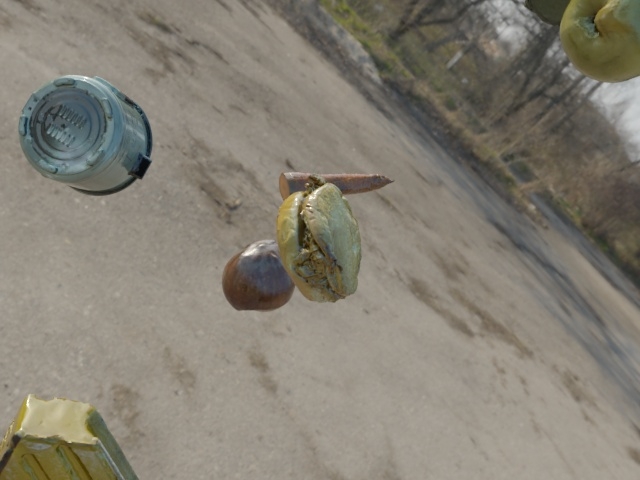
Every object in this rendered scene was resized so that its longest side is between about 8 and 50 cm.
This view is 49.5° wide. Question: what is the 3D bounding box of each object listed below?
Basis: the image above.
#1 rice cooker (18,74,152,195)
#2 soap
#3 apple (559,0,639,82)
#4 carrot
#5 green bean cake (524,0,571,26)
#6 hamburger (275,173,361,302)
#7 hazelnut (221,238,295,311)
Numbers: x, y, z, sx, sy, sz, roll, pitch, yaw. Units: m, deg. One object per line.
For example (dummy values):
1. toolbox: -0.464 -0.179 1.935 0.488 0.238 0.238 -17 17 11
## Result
1. rice cooker: -0.498 -0.223 1.497 0.281 0.241 0.227 27 -2 8
2. soap: -0.324 0.313 0.876 0.080 0.161 0.257 -120 -168 -60
3. apple: 0.511 -0.365 1.197 0.200 0.200 0.200 39 20 -17
4. carrot: 0.033 -0.102 1.263 0.224 0.057 0.057 -6 46 -26
5. green bean cake: 0.502 -0.513 1.319 0.223 0.125 0.227 19 -32 37
6. hamburger: 0.000 0.000 0.880 0.138 0.083 0.147 62 25 -43
7. hazelnut: -0.116 0.067 1.338 0.154 0.143 0.143 -14 56 -34
